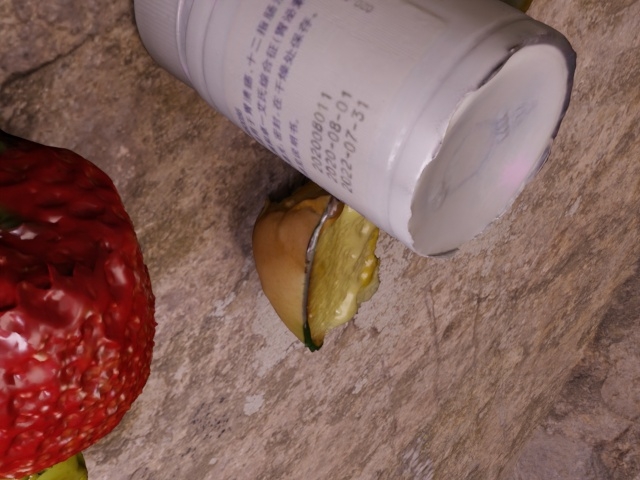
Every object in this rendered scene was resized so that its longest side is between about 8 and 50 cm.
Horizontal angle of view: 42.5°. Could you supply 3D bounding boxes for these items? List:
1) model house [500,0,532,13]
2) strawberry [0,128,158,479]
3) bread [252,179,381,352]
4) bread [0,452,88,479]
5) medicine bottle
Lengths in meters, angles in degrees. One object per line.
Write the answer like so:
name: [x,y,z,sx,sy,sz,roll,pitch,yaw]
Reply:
model house: [0.164,-0.303,0.806,0.239,0.268,0.173,-48,137,-17]
strawberry: [-0.236,0.067,0.632,0.257,0.257,0.276,-43,137,-15]
bread: [-0.005,-0.008,0.953,0.174,0.133,0.251,-39,152,-31]
bread: [-0.398,0.281,0.752,0.384,0.112,0.166,-24,139,-39]
medicine bottle: [0.014,-0.150,0.672,0.190,0.332,0.189,-36,148,-27]
